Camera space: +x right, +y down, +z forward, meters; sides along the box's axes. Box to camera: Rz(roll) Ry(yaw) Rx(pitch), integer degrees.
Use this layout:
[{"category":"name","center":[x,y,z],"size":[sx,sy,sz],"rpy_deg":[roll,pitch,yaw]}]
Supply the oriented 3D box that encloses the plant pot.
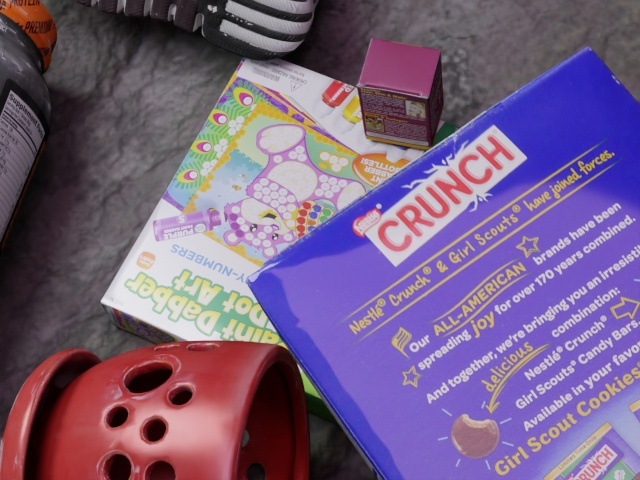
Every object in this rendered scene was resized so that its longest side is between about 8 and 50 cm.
[{"category":"plant pot","center":[-0.110,0.162,1.034],"size":[0.174,0.191,0.191],"rpy_deg":[0,65,16]}]

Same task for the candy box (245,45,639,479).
[{"category":"candy box","center":[0.154,0.084,0.937],"size":[0.268,0.122,0.317],"rpy_deg":[-34,74,-6]}]

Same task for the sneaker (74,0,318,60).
[{"category":"sneaker","center":[-0.119,-0.247,1.251],"size":[0.281,0.106,0.162],"rpy_deg":[27,35,4]}]

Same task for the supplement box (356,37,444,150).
[{"category":"supplement box","center":[0.060,-0.107,1.134],"size":[0.055,0.083,0.043],"rpy_deg":[12,68,11]}]

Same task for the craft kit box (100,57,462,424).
[{"category":"craft kit box","center":[0.000,0.000,1.167],"size":[0.250,0.061,0.246],"rpy_deg":[22,72,16]}]

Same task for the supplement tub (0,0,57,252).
[{"category":"supplement tub","center":[-0.330,-0.041,1.136],"size":[0.207,0.207,0.338],"rpy_deg":[12,67,12]}]
